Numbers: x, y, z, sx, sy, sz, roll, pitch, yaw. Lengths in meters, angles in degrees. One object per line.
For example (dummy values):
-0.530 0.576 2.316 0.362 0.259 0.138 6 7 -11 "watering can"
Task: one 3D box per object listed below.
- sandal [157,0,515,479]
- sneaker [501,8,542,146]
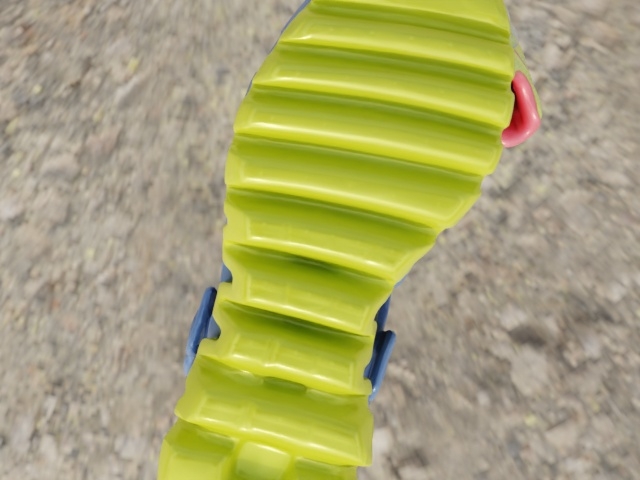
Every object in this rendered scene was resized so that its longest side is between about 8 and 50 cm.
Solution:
0.000 0.000 0.867 0.126 0.138 0.317 22 100 -5 "sandal"
0.063 -0.096 0.975 0.081 0.208 0.094 -39 66 32 "sneaker"
